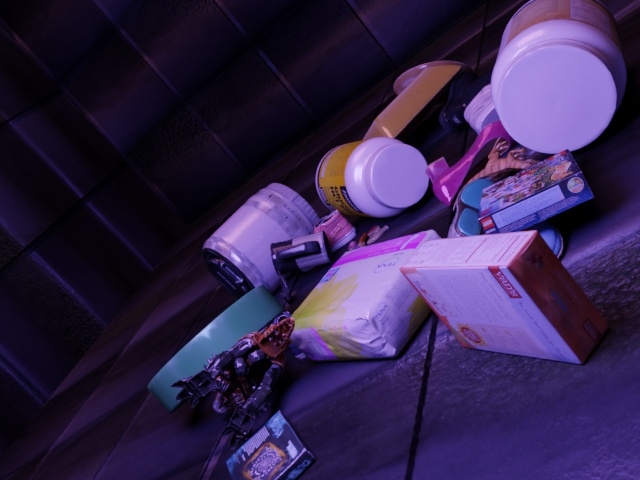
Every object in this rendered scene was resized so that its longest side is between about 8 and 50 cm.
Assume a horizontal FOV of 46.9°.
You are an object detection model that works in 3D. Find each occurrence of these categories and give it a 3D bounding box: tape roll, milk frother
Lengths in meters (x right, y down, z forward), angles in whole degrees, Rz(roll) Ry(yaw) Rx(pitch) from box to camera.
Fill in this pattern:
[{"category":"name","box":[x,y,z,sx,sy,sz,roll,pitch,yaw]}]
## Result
[{"category":"tape roll","box":[-0.216,0.227,1.557,0.321,0.077,0.321,-43,-5,-5]},{"category":"milk frother","box":[-0.041,0.064,1.768,0.135,0.143,0.129,-14,10,10]}]

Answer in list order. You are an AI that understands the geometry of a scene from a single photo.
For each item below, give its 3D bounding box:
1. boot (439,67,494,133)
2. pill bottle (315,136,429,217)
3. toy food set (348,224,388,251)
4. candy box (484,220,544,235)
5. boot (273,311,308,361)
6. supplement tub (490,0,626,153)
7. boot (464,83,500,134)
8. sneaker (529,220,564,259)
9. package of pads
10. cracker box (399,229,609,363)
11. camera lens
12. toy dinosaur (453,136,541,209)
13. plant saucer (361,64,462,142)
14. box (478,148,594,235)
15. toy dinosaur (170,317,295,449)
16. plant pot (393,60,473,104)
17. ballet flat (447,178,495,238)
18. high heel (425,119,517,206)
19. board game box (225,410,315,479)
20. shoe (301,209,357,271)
[{"category":"boot","box":[0.424,-0.394,1.895,0.207,0.094,0.246,-29,22,45]},{"category":"pill bottle","box":[0.122,-0.148,1.759,0.188,0.188,0.334,-44,14,-11]},{"category":"toy food set","box":[0.098,0.001,1.717,0.122,0.019,0.078,-43,15,-9]},{"category":"candy box","box":[0.284,0.017,1.181,0.206,0.027,0.105,-49,14,-30]},{"category":"boot","box":[-0.054,0.169,1.478,0.069,0.086,0.190,-41,14,0]},{"category":"supplement tub","box":[0.436,-0.312,1.358,0.228,0.228,0.316,-32,17,33]},{"category":"boot","box":[0.439,-0.350,1.687,0.258,0.095,0.123,-40,32,9]},{"category":"sneaker","box":[0.294,0.019,1.055,0.063,0.073,0.162,-24,22,49]},{"category":"package of pads","box":[0.079,0.105,1.299,0.229,0.101,0.296,-49,16,-29]},{"category":"cracker box","box":[0.221,0.070,0.929,0.067,0.155,0.232,-45,16,-19]},{"category":"camera lens","box":[-0.154,0.011,1.934,0.274,0.219,0.219,-47,15,-22]},{"category":"toy dinosaur","box":[0.338,-0.141,1.437,0.211,0.064,0.112,-22,25,52]},{"category":"plant saucer","box":[0.221,-0.337,2.082,0.333,0.081,0.333,-47,-2,-22]},{"category":"box","box":[0.332,-0.074,1.159,0.159,0.044,0.233,-27,7,19]},{"category":"toy dinosaur","box":[-0.136,0.230,1.328,0.218,0.164,0.322,-46,-26,-48]},{"category":"plant pot","box":[0.334,-0.453,2.169,0.236,0.236,0.032,-26,64,46]},{"category":"ballet flat","box":[0.266,-0.039,1.323,0.213,0.072,0.068,-55,-11,-51]},{"category":"high heel","box":[0.341,-0.163,1.527,0.244,0.082,0.117,-26,48,4]},{"category":"board game box","box":[-0.083,0.345,1.156,0.126,0.026,0.186,-43,14,-7]},{"category":"shoe","box":[0.000,0.000,1.849,0.178,0.081,0.063,-37,15,16]}]
